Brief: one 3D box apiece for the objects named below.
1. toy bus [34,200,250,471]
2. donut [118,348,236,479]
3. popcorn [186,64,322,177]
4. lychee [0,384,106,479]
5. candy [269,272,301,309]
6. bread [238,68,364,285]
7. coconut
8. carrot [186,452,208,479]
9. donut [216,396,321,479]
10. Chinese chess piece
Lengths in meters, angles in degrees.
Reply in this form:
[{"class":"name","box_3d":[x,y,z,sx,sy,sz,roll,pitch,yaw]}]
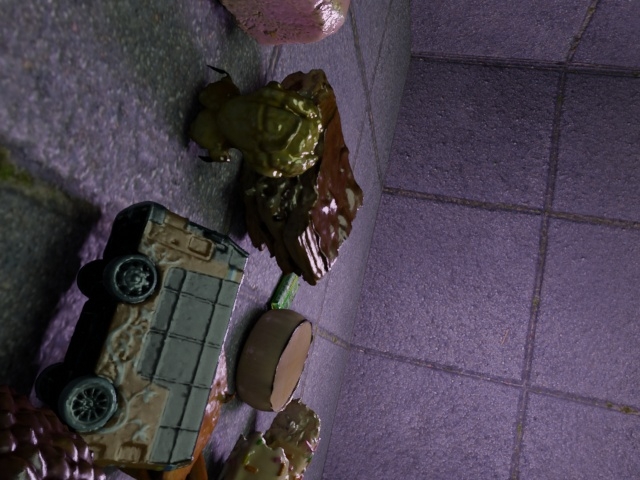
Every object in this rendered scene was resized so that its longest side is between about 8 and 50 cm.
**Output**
[{"class":"toy bus","box_3d":[-0.200,0.107,0.558,0.167,0.139,0.274,25,69,-36]},{"class":"donut","box_3d":[-0.223,0.243,0.737,0.253,0.119,0.253,13,90,-77]},{"class":"popcorn","box_3d":[-0.096,-0.184,0.774,0.168,0.195,0.173,-41,139,-60]},{"class":"lychee","box_3d":[-0.262,0.205,0.316,0.236,0.236,0.270,-54,136,-61]},{"class":"candy","box_3d":[-0.100,0.152,1.338,0.178,0.032,0.102,-64,156,-44]},{"class":"bread","box_3d":[-0.059,-0.128,1.000,0.314,0.192,0.369,-62,146,-38]},{"class":"coconut","box_3d":[-0.050,-0.452,0.754,0.233,0.234,0.244,47,54,-73]},{"class":"carrot","box_3d":[-0.245,0.431,0.935,0.043,0.043,0.247,-57,152,-58]},{"class":"donut","box_3d":[-0.129,0.577,1.196,0.307,0.150,0.371,-67,164,5]},{"class":"Chinese chess piece","box_3d":[-0.110,0.298,1.206,0.257,0.104,0.256,15,90,-73]}]
